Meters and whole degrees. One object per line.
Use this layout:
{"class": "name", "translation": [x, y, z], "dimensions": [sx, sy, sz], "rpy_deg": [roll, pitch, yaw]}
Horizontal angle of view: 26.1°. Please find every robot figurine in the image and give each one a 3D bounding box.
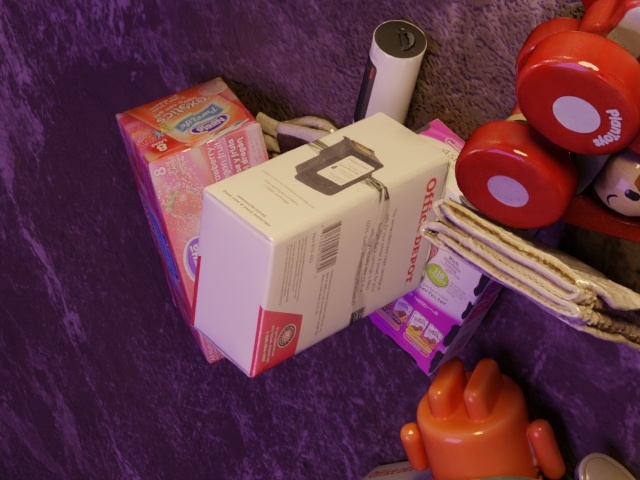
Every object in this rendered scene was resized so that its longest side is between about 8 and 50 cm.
{"class": "robot figurine", "translation": [0.181, 0.237, 1.572], "dimensions": [0.128, 0.158, 0.219], "rpy_deg": [-121, 12, -61]}

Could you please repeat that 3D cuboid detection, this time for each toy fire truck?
{"class": "toy fire truck", "translation": [0.272, -0.085, 1.116], "dimensions": [0.254, 0.169, 0.302], "rpy_deg": [32, 149, 0]}

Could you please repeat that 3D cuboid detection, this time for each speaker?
{"class": "speaker", "translation": [0.069, -0.159, 1.404], "dimensions": [0.055, 0.055, 0.136], "rpy_deg": [42, 148, 20]}

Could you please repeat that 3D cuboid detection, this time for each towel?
{"class": "towel", "translation": [0.223, 0.038, 1.240], "dimensions": [0.187, 0.049, 0.282], "rpy_deg": [33, -172, 33]}

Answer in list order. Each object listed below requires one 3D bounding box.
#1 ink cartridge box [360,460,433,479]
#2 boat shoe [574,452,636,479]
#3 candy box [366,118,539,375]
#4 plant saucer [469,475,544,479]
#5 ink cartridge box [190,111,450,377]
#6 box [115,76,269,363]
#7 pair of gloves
{"class": "ink cartridge box", "translation": [0.084, 0.436, 1.764], "dimensions": [0.197, 0.270, 0.198], "rpy_deg": [55, 150, -5]}
{"class": "boat shoe", "translation": [0.329, 0.320, 1.504], "dimensions": [0.206, 0.075, 0.065], "rpy_deg": [54, 150, -11]}
{"class": "candy box", "translation": [0.119, 0.010, 1.454], "dimensions": [0.159, 0.071, 0.233], "rpy_deg": [44, 139, 17]}
{"class": "plant saucer", "translation": [0.196, 0.407, 1.567], "dimensions": [0.043, 0.318, 0.317], "rpy_deg": [-98, -8, -61]}
{"class": "ink cartridge box", "translation": [0.000, 0.000, 1.331], "dimensions": [0.100, 0.237, 0.172], "rpy_deg": [37, 136, 31]}
{"class": "box", "translation": [-0.129, -0.023, 1.686], "dimensions": [0.154, 0.142, 0.300], "rpy_deg": [-129, 22, -53]}
{"class": "pair of gloves", "translation": [0.015, -0.033, 1.618], "dimensions": [0.204, 0.042, 0.240], "rpy_deg": [26, 140, 38]}
